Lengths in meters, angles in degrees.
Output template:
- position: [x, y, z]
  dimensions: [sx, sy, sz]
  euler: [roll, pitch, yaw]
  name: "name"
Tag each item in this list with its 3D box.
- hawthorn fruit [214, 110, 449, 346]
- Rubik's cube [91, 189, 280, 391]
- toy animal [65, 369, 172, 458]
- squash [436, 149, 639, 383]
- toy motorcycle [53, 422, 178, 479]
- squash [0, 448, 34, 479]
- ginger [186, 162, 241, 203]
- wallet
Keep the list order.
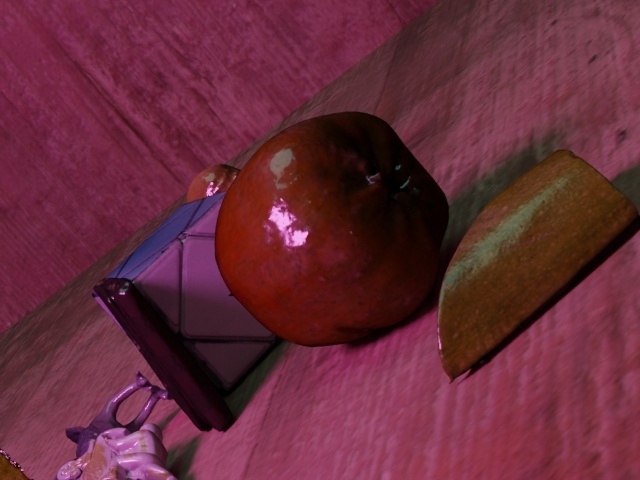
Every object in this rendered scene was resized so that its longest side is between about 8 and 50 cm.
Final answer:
- position: [0.000, 0.000, 1.709]
  dimensions: [0.301, 0.268, 0.268]
  euler: [-33, 15, 38]
  name: "hawthorn fruit"
- position: [-0.163, 0.075, 2.004]
  dimensions: [0.205, 0.207, 0.205]
  euler: [-44, 14, -23]
  name: "Rubik's cube"
- position: [-0.287, 0.267, 1.965]
  dimensions: [0.206, 0.081, 0.367]
  euler: [-53, 16, 6]
  name: "toy animal"
- position: [0.184, 0.017, 1.462]
  dimensions: [0.252, 0.093, 0.169]
  euler: [-40, 15, -2]
  name: "squash"
- position: [-0.244, 0.290, 1.773]
  dimensions: [0.151, 0.074, 0.228]
  euler: [-44, 28, -22]
  name: "toy motorcycle"
- position: [-0.486, 0.408, 1.860]
  dimensions: [0.260, 0.189, 0.189]
  euler: [-42, 12, -26]
  name: "squash"
- position: [-0.060, -0.018, 2.118]
  dimensions: [0.270, 0.219, 0.123]
  euler: [37, 100, 41]
  name: "ginger"
- position: [-0.208, 0.144, 1.849]
  dimensions: [0.049, 0.229, 0.182]
  euler: [-38, 13, -13]
  name: "wallet"
